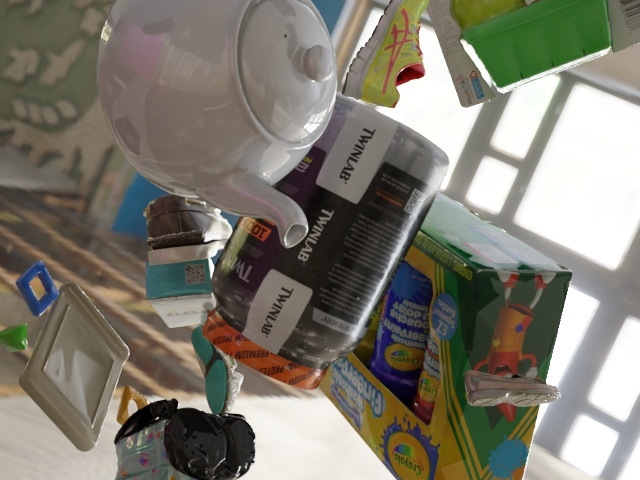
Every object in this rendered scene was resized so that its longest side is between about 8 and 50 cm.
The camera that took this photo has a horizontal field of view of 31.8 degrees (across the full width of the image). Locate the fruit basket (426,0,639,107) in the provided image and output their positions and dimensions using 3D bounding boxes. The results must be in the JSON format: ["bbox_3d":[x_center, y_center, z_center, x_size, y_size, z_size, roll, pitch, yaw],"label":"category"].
[{"bbox_3d":[0.323,-0.431,1.811,0.327,0.353,0.165,-21,173,12],"label":"fruit basket"}]

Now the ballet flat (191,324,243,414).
[{"bbox_3d":[-0.199,0.261,2.280,0.077,0.091,0.241,17,-145,-34],"label":"ballet flat"}]

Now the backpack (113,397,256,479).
[{"bbox_3d":[-0.188,0.278,1.421,0.152,0.115,0.182,27,140,-37],"label":"backpack"}]

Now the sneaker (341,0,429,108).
[{"bbox_3d":[0.112,-0.263,1.565,0.094,0.208,0.081,27,158,7],"label":"sneaker"}]

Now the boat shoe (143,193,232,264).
[{"bbox_3d":[-0.198,-0.025,1.680,0.117,0.096,0.324,-8,-176,4],"label":"boat shoe"}]

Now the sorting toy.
[{"bbox_3d":[-0.373,0.191,1.679,0.047,0.196,0.347,-12,129,25],"label":"sorting toy"}]

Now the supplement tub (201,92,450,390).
[{"bbox_3d":[0.000,0.000,1.386,0.207,0.338,0.207,27,-178,-1],"label":"supplement tub"}]

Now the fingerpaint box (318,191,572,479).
[{"bbox_3d":[0.158,0.141,1.713,0.163,0.371,0.445,2,-161,-24],"label":"fingerpaint box"}]

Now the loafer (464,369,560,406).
[{"bbox_3d":[0.222,0.167,1.293,0.125,0.039,0.045,3,151,-27],"label":"loafer"}]

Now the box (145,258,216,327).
[{"bbox_3d":[-0.212,0.085,1.789,0.101,0.060,0.244,-6,165,-1],"label":"box"}]

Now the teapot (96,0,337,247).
[{"bbox_3d":[-0.069,-0.162,1.052,0.187,0.252,0.256,-4,126,37],"label":"teapot"}]
